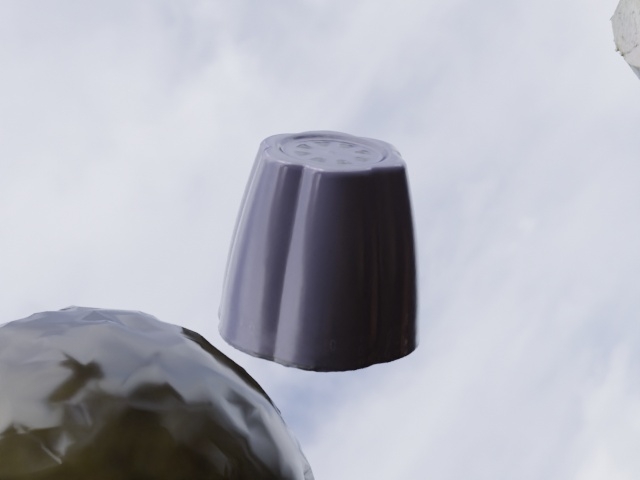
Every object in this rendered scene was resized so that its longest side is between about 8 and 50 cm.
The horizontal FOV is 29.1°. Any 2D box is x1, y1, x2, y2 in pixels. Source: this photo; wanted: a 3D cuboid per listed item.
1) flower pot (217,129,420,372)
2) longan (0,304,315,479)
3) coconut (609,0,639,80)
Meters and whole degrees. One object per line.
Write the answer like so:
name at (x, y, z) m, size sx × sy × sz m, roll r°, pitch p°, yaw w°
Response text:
flower pot at (0.000, 0.000, 1.519) m, size 0.265 × 0.265 × 0.243 m, roll -19°, pitch -61°, yaw -45°
longan at (-0.189, 0.247, 0.985) m, size 0.391 × 0.391 × 0.391 m, roll -24°, pitch -57°, yaw -43°
coconut at (0.282, -0.147, 0.838) m, size 0.161 × 0.161 × 0.162 m, roll -1°, pitch -61°, yaw -50°
